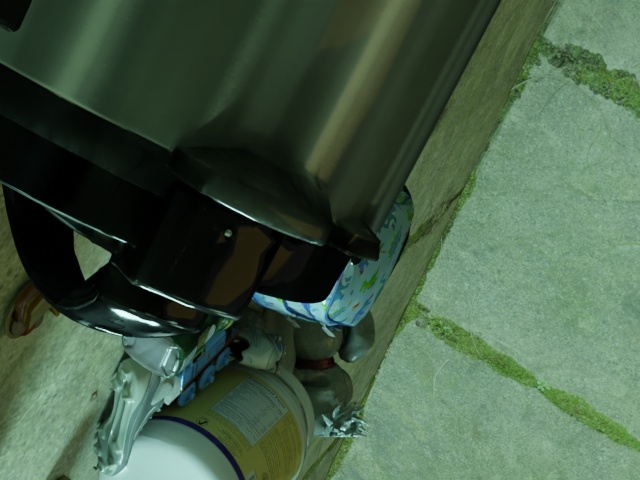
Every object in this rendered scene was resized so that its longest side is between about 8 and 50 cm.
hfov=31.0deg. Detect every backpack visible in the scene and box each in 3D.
[{"bbox_3d":[0.000,0.000,1.747,0.355,0.273,0.290,23,97,-54],"label":"backpack"}]

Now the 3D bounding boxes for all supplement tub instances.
[{"bbox_3d":[-0.165,0.336,1.815,0.331,0.241,0.241,-36,153,-62],"label":"supplement tub"}]

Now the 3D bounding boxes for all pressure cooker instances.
[{"bbox_3d":[-0.084,-0.145,0.767,0.421,0.375,0.370,-62,170,7],"label":"pressure cooker"}]

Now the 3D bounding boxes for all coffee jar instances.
[{"bbox_3d":[-0.180,0.103,1.567,0.184,0.096,0.079,-43,162,-53],"label":"coffee jar"}]

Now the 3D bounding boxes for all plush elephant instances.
[{"bbox_3d":[-0.042,0.220,2.065,0.271,0.330,0.256,6,80,-41],"label":"plush elephant"}]

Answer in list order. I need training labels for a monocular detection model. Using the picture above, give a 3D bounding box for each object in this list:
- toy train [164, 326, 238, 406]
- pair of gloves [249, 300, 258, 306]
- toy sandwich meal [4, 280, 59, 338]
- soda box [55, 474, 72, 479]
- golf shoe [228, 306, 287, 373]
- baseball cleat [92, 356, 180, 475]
[{"bbox_3d":[-0.190,0.169,1.725,0.184,0.080,0.105,-44,154,-50],"label":"toy train"},{"bbox_3d":[-0.050,0.013,1.987,0.204,0.042,0.240,-63,168,11],"label":"pair of gloves"},{"bbox_3d":[-0.296,0.071,1.204,0.086,0.029,0.086,-55,166,-20],"label":"toy sandwich meal"},{"bbox_3d":[-0.378,0.418,1.596,0.181,0.058,0.061,-63,167,18],"label":"soda box"},{"bbox_3d":[-0.126,0.153,1.851,0.086,0.176,0.069,6,105,-31],"label":"golf shoe"},{"bbox_3d":[-0.252,0.245,1.616,0.109,0.072,0.206,-9,134,-40],"label":"baseball cleat"}]
